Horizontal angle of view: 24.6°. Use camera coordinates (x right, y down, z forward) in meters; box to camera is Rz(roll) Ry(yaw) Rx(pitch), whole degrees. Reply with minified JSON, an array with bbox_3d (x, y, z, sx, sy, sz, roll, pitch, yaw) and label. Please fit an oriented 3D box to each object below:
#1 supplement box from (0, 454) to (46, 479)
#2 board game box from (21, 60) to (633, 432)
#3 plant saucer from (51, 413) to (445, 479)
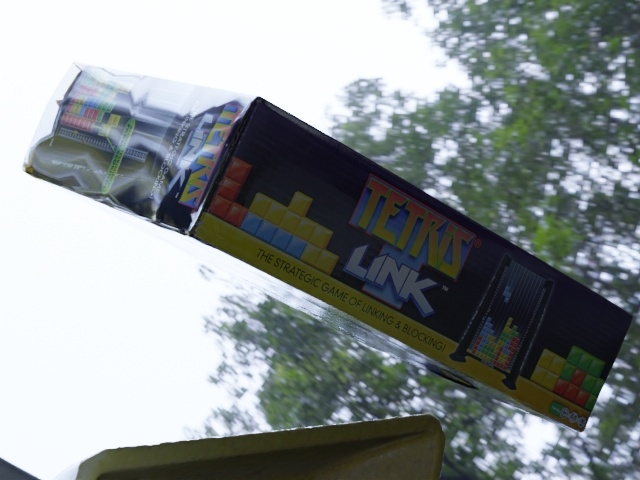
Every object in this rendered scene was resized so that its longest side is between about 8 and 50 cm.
[{"bbox_3d":[-0.088,0.147,0.487,0.220,0.114,0.111,32,-106,-16],"label":"supplement box"},{"bbox_3d":[0.000,0.000,0.506,0.170,0.141,0.048,28,-97,-33],"label":"board game box"},{"bbox_3d":[-0.063,0.255,0.771,0.333,0.081,0.333,6,-88,-58],"label":"plant saucer"}]
